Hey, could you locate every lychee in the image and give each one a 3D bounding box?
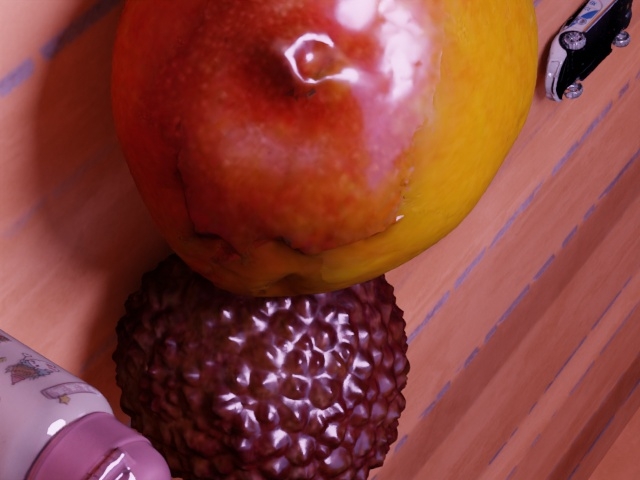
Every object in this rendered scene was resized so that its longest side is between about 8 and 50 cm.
[{"bbox_3d":[-0.053,0.096,1.246,0.264,0.300,0.264,-18,154,-9],"label":"lychee"}]

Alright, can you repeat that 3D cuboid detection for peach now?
[{"bbox_3d":[0.002,-0.125,1.046,0.290,0.373,0.372,44,69,-17],"label":"peach"}]

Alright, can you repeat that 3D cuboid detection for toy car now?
[{"bbox_3d":[0.337,-0.255,1.836,0.205,0.056,0.095,-44,148,-27],"label":"toy car"}]

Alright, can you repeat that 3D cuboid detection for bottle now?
[{"bbox_3d":[-0.206,0.134,0.999,0.110,0.233,0.110,-43,148,-35],"label":"bottle"}]
